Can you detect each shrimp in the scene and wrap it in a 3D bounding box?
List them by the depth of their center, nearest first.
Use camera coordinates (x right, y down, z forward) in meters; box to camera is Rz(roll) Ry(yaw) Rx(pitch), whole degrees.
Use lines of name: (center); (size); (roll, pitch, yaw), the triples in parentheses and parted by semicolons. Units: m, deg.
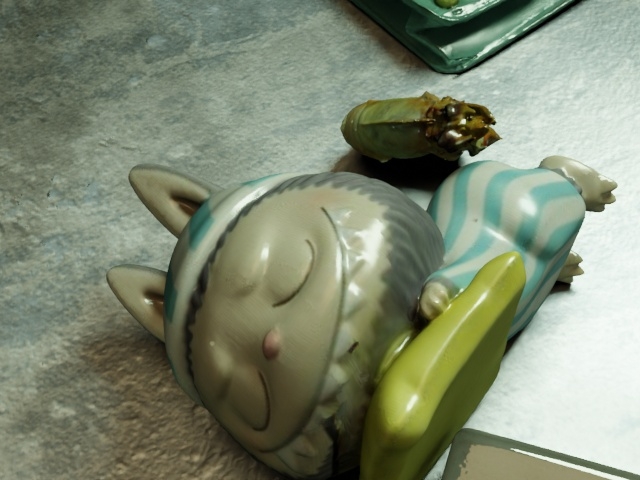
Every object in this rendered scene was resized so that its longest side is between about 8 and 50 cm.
shrimp: (0.109, -0.102, 1.059); (0.145, 0.267, 0.061); (7, 87, -14)

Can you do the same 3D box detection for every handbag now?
handbag: (0.156, -0.344, 1.282); (0.269, 0.100, 0.274); (-32, 58, -13)

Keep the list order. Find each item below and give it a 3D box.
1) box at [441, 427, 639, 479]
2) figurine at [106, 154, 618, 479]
box: (0.214, 0.229, 0.896); (0.244, 0.055, 0.103); (14, 77, 16)
figurine: (0.000, 0.000, 0.964); (0.378, 0.266, 0.361); (34, 51, 16)
